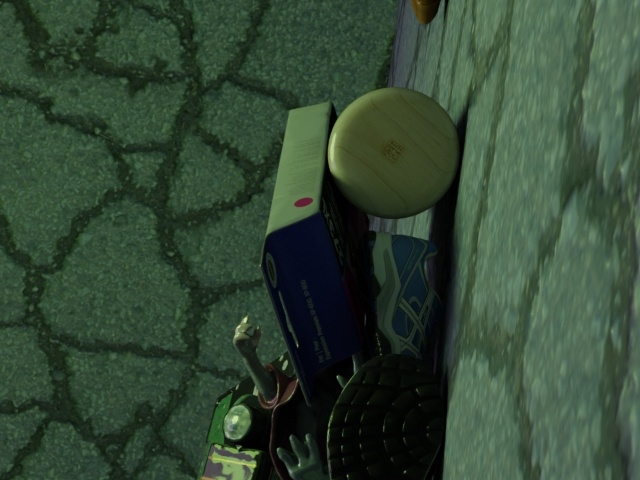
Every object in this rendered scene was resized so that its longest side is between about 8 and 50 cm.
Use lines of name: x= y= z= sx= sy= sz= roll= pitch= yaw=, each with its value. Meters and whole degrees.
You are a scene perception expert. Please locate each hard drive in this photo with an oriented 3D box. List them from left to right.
hard drive: x=-0.105 y=0.327 z=1.931 sx=0.339 sy=0.064 sz=0.237 roll=-38 pitch=33 yaw=53

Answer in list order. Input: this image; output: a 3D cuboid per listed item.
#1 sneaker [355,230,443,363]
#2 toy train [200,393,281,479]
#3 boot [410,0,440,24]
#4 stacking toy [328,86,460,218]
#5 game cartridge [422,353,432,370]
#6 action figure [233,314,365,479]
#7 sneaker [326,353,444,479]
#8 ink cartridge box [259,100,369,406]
sneaker: x=0.088 y=0.093 z=1.224 sx=0.080 sy=0.081 sz=0.211 roll=158 pitch=109 yaw=-76
toy train: x=-0.032 y=0.334 z=1.646 sx=0.334 sy=0.142 sz=0.190 roll=35 pitch=-114 yaw=-49
boot: x=0.149 y=-0.362 z=1.649 sx=0.197 sy=0.072 sz=0.152 roll=-66 pitch=-11 yaw=-45
stacking toy: x=0.088 y=-0.093 z=1.413 sx=0.330 sy=0.141 sz=0.141 roll=1 pitch=-83 yaw=-86
game cartridge: x=0.108 y=0.170 z=1.272 sx=0.056 sy=0.017 sz=0.083 roll=92 pitch=-176 yaw=-48
action figure: x=0.048 y=0.187 z=1.469 sx=0.370 sy=0.248 sz=0.276 roll=-39 pitch=-73 yaw=-89
sneaker: x=0.056 y=0.251 z=1.125 sx=0.124 sy=0.107 sz=0.283 roll=85 pitch=-169 yaw=-62
ink cartridge box: x=0.000 y=0.000 z=1.313 sx=0.371 sy=0.069 sz=0.176 roll=-80 pitch=-25 yaw=-59
